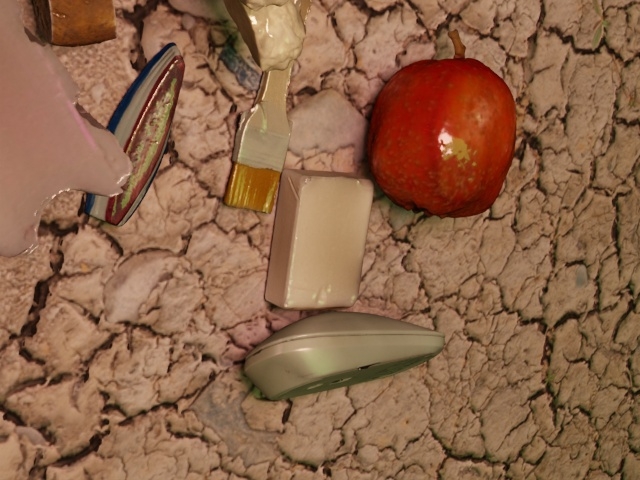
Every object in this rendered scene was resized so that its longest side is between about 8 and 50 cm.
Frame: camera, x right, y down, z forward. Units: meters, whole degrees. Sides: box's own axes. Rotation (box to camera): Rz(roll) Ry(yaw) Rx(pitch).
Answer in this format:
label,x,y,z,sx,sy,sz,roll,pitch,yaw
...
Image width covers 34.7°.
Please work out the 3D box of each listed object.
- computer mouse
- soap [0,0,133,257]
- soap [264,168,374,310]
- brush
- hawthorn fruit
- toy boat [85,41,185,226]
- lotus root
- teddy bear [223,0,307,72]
label,x,y,z,sx,sy,sz,roll,pitch,yaw
computer mouse,0.030,0.144,1.388,0.288,0.159,0.097,-7,71,-36
soap,-0.326,-0.158,0.965,0.159,0.302,0.258,-32,120,-14
soap,0.000,0.000,1.366,0.121,0.064,0.183,2,102,-34
brush,-0.057,-0.202,1.296,0.085,0.020,0.336,10,97,-35
hawthorn fruit,0.166,-0.156,1.357,0.205,0.205,0.253,11,92,-36
toy boat,-0.208,-0.125,1.203,0.080,0.046,0.229,23,92,-33
lotus root,-0.259,-0.267,1.083,0.081,0.112,0.122,-15,113,-22
teddy bear,0.013,-0.437,1.103,0.362,0.375,0.327,-26,160,-6
